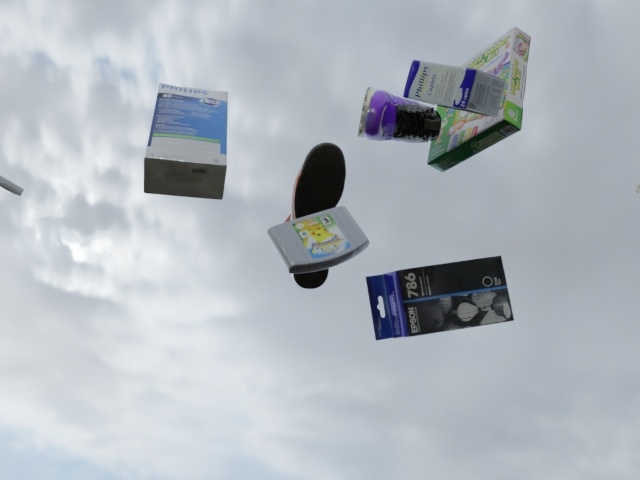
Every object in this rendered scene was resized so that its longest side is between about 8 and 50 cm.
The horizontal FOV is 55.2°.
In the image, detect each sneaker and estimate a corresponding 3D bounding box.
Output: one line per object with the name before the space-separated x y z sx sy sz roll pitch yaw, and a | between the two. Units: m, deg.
sneaker | 0.177 -0.253 1.273 0.146 0.293 0.102 15 -74 18
sneaker | -0.025 -0.058 1.134 0.090 0.145 0.269 1 -72 -17

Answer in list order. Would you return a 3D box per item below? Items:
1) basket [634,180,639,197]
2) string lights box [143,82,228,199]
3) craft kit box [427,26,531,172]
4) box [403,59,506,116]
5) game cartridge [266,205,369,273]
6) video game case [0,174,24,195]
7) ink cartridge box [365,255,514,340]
basket | 0.734 -0.087 1.204 0.103 0.167 0.113 7 -57 -41
string lights box | -0.236 -0.185 1.100 0.134 0.259 0.076 5 -50 -12
craft kit box | 0.347 -0.305 1.356 0.061 0.246 0.250 26 -27 -21
box | 0.247 -0.279 1.123 0.137 0.126 0.072 22 -74 37
game cartridge | 0.000 0.000 0.558 0.083 0.056 0.017 -18 -31 -24
video game case | -0.792 -0.165 1.349 0.184 0.023 0.201 15 -15 25
ink cartridge box | 0.286 0.140 1.478 0.333 0.165 0.065 -9 -8 -4
